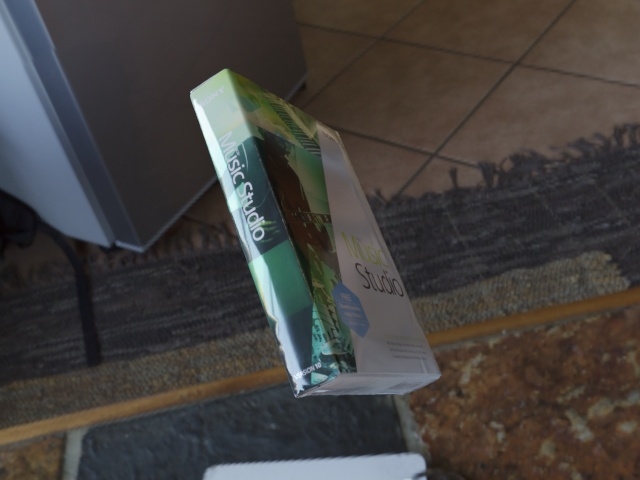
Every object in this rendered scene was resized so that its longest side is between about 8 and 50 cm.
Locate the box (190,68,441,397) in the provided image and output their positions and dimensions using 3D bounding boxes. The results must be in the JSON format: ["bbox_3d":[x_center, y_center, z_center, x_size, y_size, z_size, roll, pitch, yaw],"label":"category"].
[{"bbox_3d":[0.000,0.000,0.798,0.058,0.232,0.322,-31,67,21],"label":"box"}]
